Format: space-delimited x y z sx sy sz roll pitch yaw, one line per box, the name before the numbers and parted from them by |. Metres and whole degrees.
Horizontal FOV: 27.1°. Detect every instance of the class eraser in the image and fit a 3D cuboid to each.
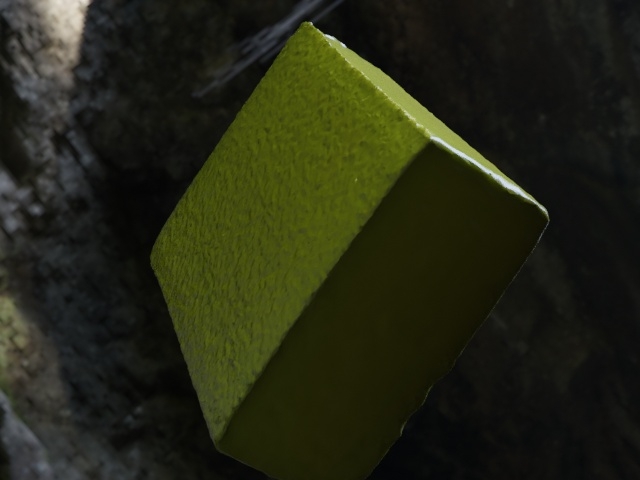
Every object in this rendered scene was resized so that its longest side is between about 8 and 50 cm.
eraser | 0.000 0.000 0.383 0.045 0.097 0.122 28 12 -25
